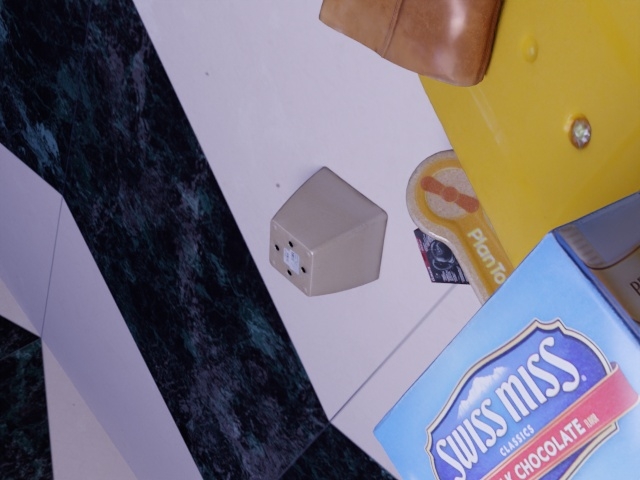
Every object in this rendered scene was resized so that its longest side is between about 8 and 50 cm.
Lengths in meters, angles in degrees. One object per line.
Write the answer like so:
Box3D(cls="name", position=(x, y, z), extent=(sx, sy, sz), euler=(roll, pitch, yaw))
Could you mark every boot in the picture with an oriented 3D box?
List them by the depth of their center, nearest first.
Box3D(cls="boot", position=(0.044, -0.279, 0.711), extent=(0.264, 0.096, 0.280), euler=(29, 139, 12))

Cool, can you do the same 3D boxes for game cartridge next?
Box3D(cls="game cartridge", position=(0.174, -0.144, 0.729), extent=(0.285, 0.053, 0.323), euler=(119, 136, -55))

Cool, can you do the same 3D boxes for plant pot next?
Box3D(cls="plant pot", position=(0.000, 0.000, 1.131), extent=(0.109, 0.096, 0.109), euler=(40, 144, 31))

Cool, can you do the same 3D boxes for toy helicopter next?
Box3D(cls="toy helicopter", position=(0.197, 0.068, 0.835), extent=(0.355, 0.235, 0.140), euler=(61, -167, 13))

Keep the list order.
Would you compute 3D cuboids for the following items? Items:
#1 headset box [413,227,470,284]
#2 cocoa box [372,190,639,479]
Box3D(cls="headset box", position=(0.136, 0.011, 1.007), extent=(0.083, 0.032, 0.062), euler=(0, 115, 56))
Box3D(cls="cocoa box", position=(0.253, 0.089, 0.570), extent=(0.228, 0.347, 0.231), euler=(56, 144, 19))
